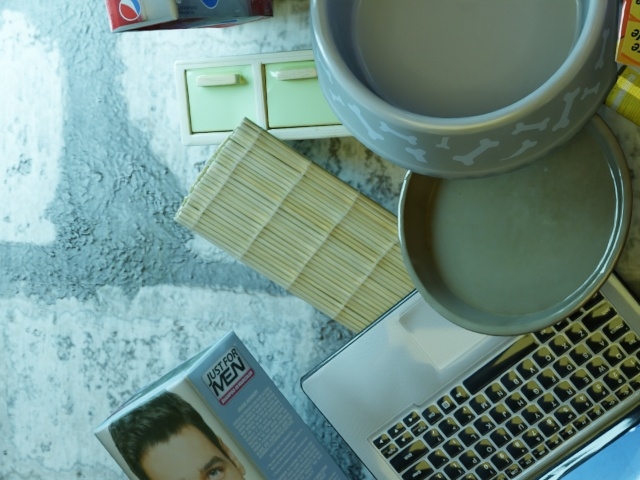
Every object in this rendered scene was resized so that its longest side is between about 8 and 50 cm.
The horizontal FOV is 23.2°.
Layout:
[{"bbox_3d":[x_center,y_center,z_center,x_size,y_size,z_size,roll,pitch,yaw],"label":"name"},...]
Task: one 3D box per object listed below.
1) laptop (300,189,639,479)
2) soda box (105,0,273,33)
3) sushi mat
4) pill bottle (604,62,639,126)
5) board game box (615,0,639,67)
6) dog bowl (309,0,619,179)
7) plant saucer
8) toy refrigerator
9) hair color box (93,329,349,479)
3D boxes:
[{"bbox_3d":[0.211,0.234,1.681,0.382,0.236,0.408,-39,91,20],"label":"laptop"},{"bbox_3d":[-0.144,-0.281,1.718,0.083,0.263,0.092,-9,95,21],"label":"soda box"},{"bbox_3d":[0.000,0.000,1.789,0.317,0.019,0.151,32,113,-6],"label":"sushi mat"},{"bbox_3d":[0.358,-0.148,1.663,0.116,0.065,0.065,35,108,12],"label":"pill bottle"},{"bbox_3d":[0.503,-0.335,1.381,0.356,0.356,0.356,16,121,17],"label":"board game box"},{"bbox_3d":[0.148,-0.244,1.638,0.349,0.102,0.348,-3,76,12],"label":"dog bowl"},{"bbox_3d":[0.212,-0.031,1.698,0.278,0.041,0.277,-7,76,32],"label":"plant saucer"},{"bbox_3d":[-0.026,-0.167,1.785,0.270,0.094,0.102,-1,98,21],"label":"toy refrigerator"},{"bbox_3d":[-0.070,0.308,1.810,0.185,0.113,0.374,-34,96,39],"label":"hair color box"}]
